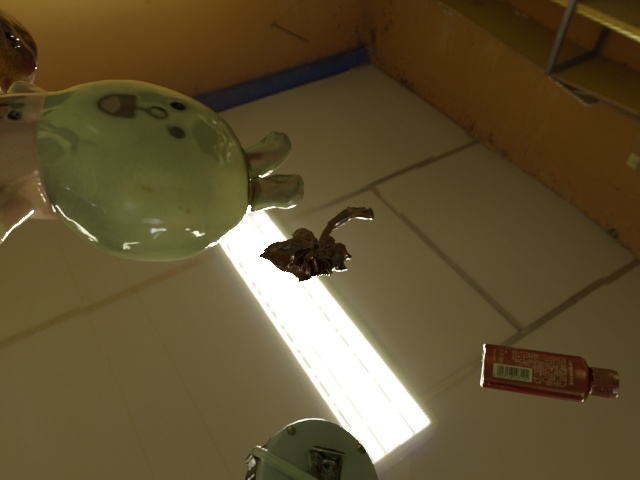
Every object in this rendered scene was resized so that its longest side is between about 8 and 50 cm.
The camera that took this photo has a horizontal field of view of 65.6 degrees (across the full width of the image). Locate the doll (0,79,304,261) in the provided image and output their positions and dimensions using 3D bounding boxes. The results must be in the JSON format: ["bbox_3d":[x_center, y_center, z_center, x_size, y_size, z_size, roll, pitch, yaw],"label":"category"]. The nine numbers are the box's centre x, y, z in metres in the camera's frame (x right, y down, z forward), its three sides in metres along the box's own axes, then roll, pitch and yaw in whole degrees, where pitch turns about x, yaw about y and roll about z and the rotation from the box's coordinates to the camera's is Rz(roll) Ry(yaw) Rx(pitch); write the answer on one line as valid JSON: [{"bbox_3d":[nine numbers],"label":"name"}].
[{"bbox_3d":[-0.151,-0.052,0.331,0.275,0.113,0.154,9,-135,-30],"label":"doll"}]

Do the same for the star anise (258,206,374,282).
[{"bbox_3d":[0.006,0.008,1.376,0.347,0.148,0.237,-29,-153,-10],"label":"star anise"}]

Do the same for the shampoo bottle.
[{"bbox_3d":[0.569,0.337,1.255,0.314,0.076,0.118,5,-128,15],"label":"shampoo bottle"}]

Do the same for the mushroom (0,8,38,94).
[{"bbox_3d":[-0.739,-0.382,1.009,0.259,0.345,0.345,-45,-122,0],"label":"mushroom"}]

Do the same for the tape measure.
[{"bbox_3d":[-0.013,0.330,0.649,0.182,0.107,0.181,14,-131,-18],"label":"tape measure"}]
